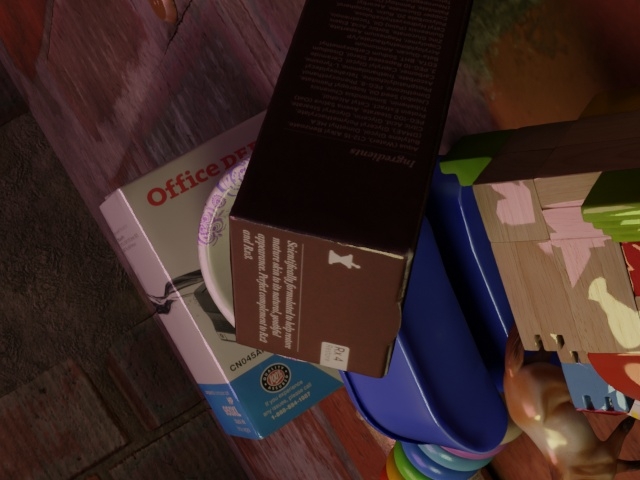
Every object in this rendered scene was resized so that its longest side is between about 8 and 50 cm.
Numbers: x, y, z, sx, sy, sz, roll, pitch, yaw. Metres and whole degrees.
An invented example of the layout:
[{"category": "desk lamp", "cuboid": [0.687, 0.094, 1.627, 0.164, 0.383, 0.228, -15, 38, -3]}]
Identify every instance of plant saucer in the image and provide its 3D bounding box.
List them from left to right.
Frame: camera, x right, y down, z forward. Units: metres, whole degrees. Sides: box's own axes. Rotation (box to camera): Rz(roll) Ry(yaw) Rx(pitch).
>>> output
[{"category": "plant saucer", "cuboid": [-0.261, -0.389, 1.594, 0.083, 0.015, 0.083, 46, 155, 30]}]

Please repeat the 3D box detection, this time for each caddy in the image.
[{"category": "caddy", "cuboid": [0.120, 0.063, 1.052, 0.179, 0.241, 0.341, 2, 120, 57]}]

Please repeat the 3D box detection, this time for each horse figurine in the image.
[{"category": "horse figurine", "cuboid": [0.255, 0.170, 0.977, 0.263, 0.174, 0.066, 60, 156, -1]}]

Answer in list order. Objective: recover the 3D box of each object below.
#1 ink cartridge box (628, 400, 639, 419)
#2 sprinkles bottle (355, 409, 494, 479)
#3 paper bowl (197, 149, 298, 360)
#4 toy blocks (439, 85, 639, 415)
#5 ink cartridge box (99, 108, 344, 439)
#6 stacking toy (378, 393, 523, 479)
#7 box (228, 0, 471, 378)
[{"category": "ink cartridge box", "cuboid": [0.307, 0.105, 0.895, 0.143, 0.089, 0.092, 19, 135, 58]}, {"category": "sprinkles bottle", "cuboid": [0.194, 0.363, 1.429, 0.355, 0.121, 0.121, 56, 158, 9]}, {"category": "paper bowl", "cuboid": [0.000, 0.000, 1.242, 0.284, 0.284, 0.148, 63, -158, -10]}, {"category": "toy blocks", "cuboid": [0.288, 0.039, 0.688, 0.381, 0.191, 0.261, -4, 118, 37]}, {"category": "ink cartridge box", "cuboid": [-0.092, 0.042, 1.415, 0.395, 0.285, 0.166, 61, 158, -5]}, {"category": "stacking toy", "cuboid": [0.140, 0.285, 1.288, 0.141, 0.141, 0.330, 49, 135, 24]}, {"category": "box", "cuboid": [0.039, -0.100, 0.834, 0.143, 0.382, 0.191, 11, 145, 5]}]
